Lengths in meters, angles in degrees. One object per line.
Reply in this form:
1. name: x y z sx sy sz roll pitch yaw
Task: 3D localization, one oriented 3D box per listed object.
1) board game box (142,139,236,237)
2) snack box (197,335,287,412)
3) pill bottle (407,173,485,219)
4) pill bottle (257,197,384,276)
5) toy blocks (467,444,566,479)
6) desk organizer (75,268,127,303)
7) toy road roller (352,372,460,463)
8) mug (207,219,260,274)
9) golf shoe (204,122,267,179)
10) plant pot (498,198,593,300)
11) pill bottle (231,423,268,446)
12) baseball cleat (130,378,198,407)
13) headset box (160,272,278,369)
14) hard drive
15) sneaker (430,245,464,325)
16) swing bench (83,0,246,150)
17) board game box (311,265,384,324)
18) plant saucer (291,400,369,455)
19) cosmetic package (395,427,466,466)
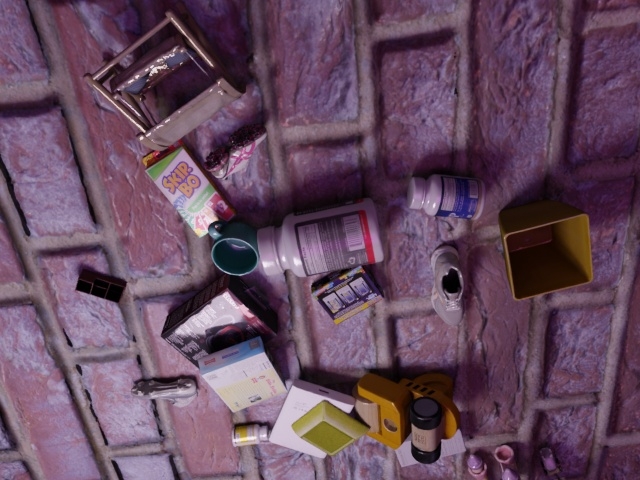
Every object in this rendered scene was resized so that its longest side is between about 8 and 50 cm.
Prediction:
1. board game box: -0.348 -0.138 1.581 0.124 0.039 0.259 -30 113 12
2. snack box: -0.221 0.405 1.770 0.187 0.060 0.322 -20 145 -3
3. pill bottle: 0.329 -0.118 1.573 0.186 0.112 0.112 6 118 -5
4. pill bottle: 0.000 0.000 1.586 0.318 0.176 0.176 -11 118 4
5. toy blocks: 0.662 0.811 1.986 0.308 0.289 0.260 -20 123 12
6. desk organizer: -0.628 0.132 1.703 0.130 0.050 0.047 20 116 -12
7. toy road roller: 0.286 0.525 1.899 0.329 0.240 0.203 15 125 33
8. mug: -0.226 0.004 1.615 0.129 0.097 0.158 0 128 6
9. golf shoe: -0.206 -0.228 1.527 0.186 0.068 0.086 -35 143 13
10. plant pot: 0.586 0.003 1.605 0.212 0.187 0.212 -15 118 6
11. pill bottle: -0.234 0.651 1.991 0.116 0.065 0.065 -7 118 2
12. baseball cleat: -0.494 0.494 1.894 0.205 0.072 0.110 -4 125 4
13. headset box: -0.280 0.240 1.741 0.293 0.110 0.218 -36 115 16
14. hard drive: -0.034 0.584 1.933 0.203 0.040 0.308 19 127 -3
15. sneaker: 0.371 0.153 1.715 0.099 0.121 0.263 -12 118 5
16. swing bench: -0.349 -0.365 1.383 0.253 0.165 0.255 -32 115 14
17. board game box: 0.080 0.150 1.744 0.170 0.048 0.141 -30 117 13
18. plant saucer: 0.026 0.610 1.886 0.188 0.045 0.188 35 124 -14
19. cosmetic package: 0.364 0.677 2.019 0.231 0.085 0.117 -18 117 6
